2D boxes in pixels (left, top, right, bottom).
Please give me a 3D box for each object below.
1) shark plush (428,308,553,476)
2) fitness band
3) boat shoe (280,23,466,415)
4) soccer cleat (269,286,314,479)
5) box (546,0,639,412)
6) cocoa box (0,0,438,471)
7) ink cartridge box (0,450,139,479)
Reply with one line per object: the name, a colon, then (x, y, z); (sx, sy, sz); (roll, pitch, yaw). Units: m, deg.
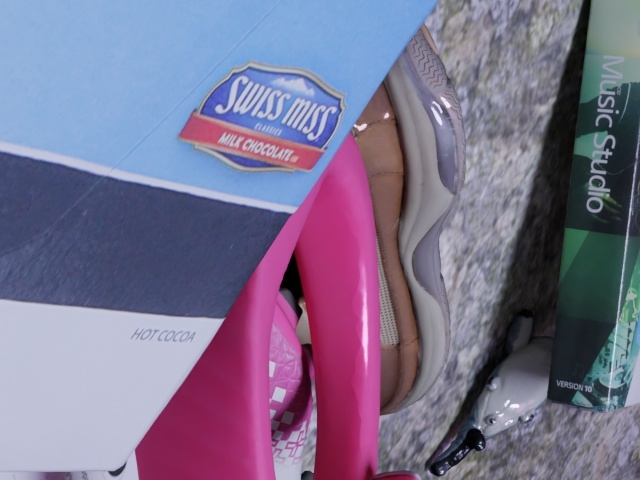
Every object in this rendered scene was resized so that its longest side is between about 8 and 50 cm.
shark plush: (0.146, 0.132, 1.267); (0.161, 0.073, 0.067); (-56, -178, -30)
fitness band: (-0.006, 0.068, 0.640); (0.291, 0.054, 0.209); (-71, 151, -64)
boat shoe: (0.000, 0.000, 0.881); (0.116, 0.123, 0.324); (-18, 144, -12)
soccer cleat: (-0.071, 0.119, 0.818); (0.143, 0.116, 0.331); (-51, 148, -29)
box: (0.259, -0.039, 1.257); (0.232, 0.058, 0.322); (-4, 99, -59)
cocoa box: (-0.152, -0.103, 0.357); (0.228, 0.231, 0.347); (-56, 152, 12)
ink cartridge box: (-0.165, 0.184, 0.532); (0.395, 0.151, 0.270); (-55, 139, -51)
